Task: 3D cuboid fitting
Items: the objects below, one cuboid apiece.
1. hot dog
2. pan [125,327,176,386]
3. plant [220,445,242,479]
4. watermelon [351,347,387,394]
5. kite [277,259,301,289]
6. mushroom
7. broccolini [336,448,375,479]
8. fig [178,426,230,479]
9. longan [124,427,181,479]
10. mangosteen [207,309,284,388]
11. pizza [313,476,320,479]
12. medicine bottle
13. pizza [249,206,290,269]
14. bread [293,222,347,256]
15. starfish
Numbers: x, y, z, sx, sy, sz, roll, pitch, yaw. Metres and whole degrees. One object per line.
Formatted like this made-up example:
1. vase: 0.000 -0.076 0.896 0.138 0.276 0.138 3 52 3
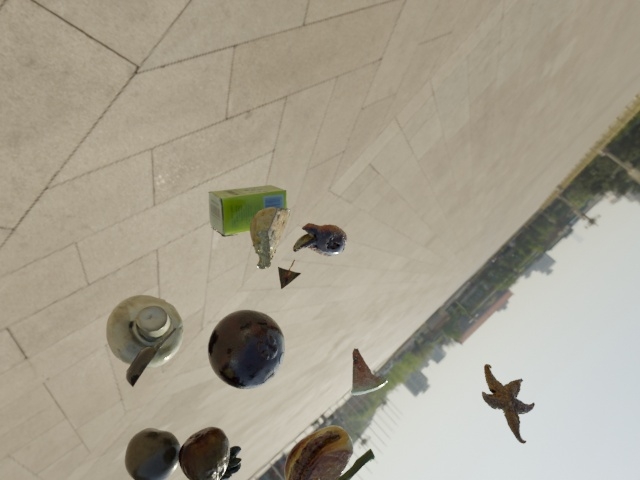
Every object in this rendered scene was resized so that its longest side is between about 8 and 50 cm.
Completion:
1. hot dog: -0.031 1.034 2.117 0.404 0.223 0.185 -64 -155 1
2. pan: -0.524 0.343 1.413 0.201 0.048 0.128 -58 -168 -23
3. plant: -0.420 0.921 1.910 0.149 0.146 0.275 25 137 -26
4. watermelon: 0.133 0.474 1.616 0.121 0.158 0.098 -40 163 -16
5. kite: -0.161 0.164 2.264 0.010 0.190 0.159 32 74 -40
6. mushroom: -0.732 0.379 1.910 0.315 0.315 0.356 -46 178 2
7. broccolini: 0.051 0.869 1.560 0.392 0.074 0.079 -41 -167 -9
8. fig: -0.399 0.821 1.654 0.191 0.290 0.190 -15 159 -6
9. longan: -0.635 0.809 1.747 0.198 0.213 0.198 -58 165 -25
10. mangosteen: -0.310 0.430 1.836 0.360 0.305 0.306 -19 -175 42
11. pizza: -0.037 0.754 1.278 0.069 0.154 0.193 35 62 -47
12. medicine bottle: -0.250 -0.109 1.612 0.250 0.137 0.141 -10 113 -30
13. pizza: -0.150 -0.045 1.338 0.188 0.081 0.204 94 14 -57
14. bread: 0.006 -0.007 1.871 0.269 0.095 0.139 12 112 -38
15. starfish: 0.568 0.485 1.398 0.228 0.240 0.043 -1 156 -32
